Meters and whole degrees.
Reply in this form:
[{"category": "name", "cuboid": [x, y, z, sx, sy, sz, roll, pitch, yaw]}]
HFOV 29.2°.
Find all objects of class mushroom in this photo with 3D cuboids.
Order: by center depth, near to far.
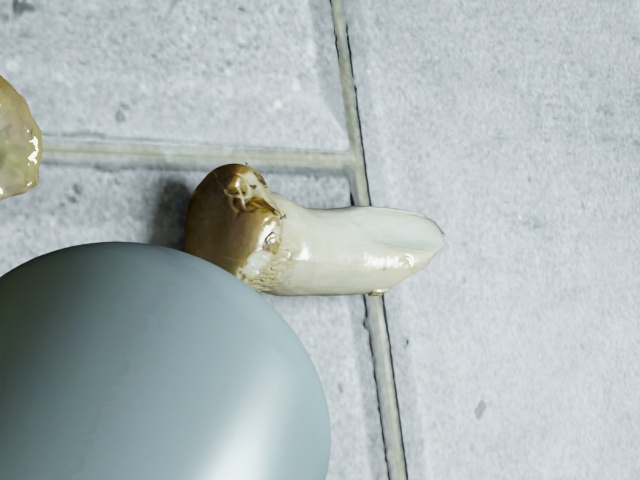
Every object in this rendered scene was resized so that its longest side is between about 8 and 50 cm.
[{"category": "mushroom", "cuboid": [0.000, 0.000, 0.830, 0.209, 0.071, 0.084, 6, 47, -44]}]

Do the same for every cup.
[{"category": "cup", "cuboid": [-0.114, 0.155, 0.525, 0.205, 0.205, 0.312, 49, 36, -22]}]

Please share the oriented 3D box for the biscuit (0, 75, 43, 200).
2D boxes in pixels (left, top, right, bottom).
[{"category": "biscuit", "cuboid": [-0.247, 0.016, 0.517, 0.091, 0.213, 0.274, 78, 24, -44]}]
